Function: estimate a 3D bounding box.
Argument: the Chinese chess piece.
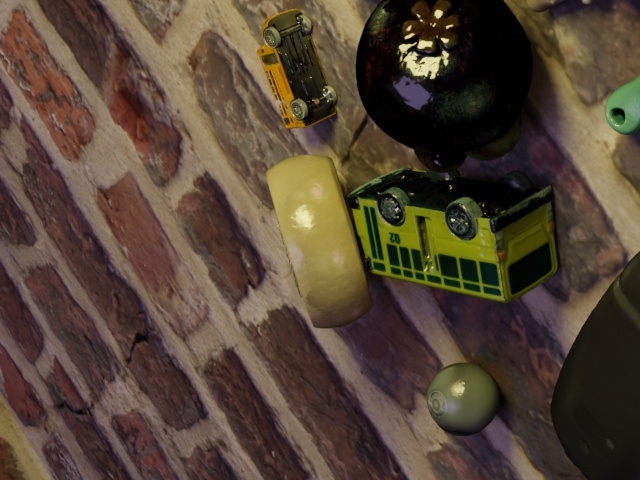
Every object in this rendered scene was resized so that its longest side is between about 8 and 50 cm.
[{"bbox_3d":[0.000,0.000,1.900,0.251,0.097,0.251,-16,-90,-89],"label":"Chinese chess piece"}]

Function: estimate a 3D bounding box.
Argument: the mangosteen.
[{"bbox_3d":[0.149,-0.198,1.612,0.243,0.243,0.243,29,132,37],"label":"mangosteen"}]

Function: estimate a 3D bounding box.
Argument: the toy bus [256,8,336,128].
[{"bbox_3d":[-0.040,-0.243,1.912,0.074,0.069,0.162,-4,110,53],"label":"toy bus"}]

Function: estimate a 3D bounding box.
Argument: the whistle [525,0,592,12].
[{"bbox_3d":[0.305,-0.303,1.474,0.220,0.057,0.107,-23,89,58],"label":"whistle"}]

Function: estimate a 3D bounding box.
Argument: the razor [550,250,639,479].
[{"bbox_3d":[0.388,0.173,1.609,0.204,0.113,0.349,55,145,30],"label":"razor"}]

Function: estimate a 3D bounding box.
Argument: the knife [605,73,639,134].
[{"bbox_3d":[0.389,-0.214,1.455,0.063,0.034,0.260,54,137,22],"label":"knife"}]

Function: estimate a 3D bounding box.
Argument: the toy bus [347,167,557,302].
[{"bbox_3d":[0.170,-0.011,1.757,0.262,0.128,0.150,11,120,46],"label":"toy bus"}]

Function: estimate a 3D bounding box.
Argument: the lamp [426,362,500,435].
[{"bbox_3d":[0.200,0.223,1.889,0.105,0.105,0.105,29,132,37],"label":"lamp"}]
